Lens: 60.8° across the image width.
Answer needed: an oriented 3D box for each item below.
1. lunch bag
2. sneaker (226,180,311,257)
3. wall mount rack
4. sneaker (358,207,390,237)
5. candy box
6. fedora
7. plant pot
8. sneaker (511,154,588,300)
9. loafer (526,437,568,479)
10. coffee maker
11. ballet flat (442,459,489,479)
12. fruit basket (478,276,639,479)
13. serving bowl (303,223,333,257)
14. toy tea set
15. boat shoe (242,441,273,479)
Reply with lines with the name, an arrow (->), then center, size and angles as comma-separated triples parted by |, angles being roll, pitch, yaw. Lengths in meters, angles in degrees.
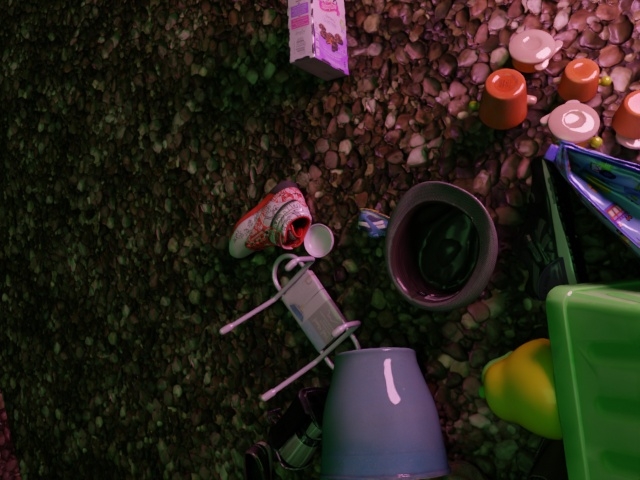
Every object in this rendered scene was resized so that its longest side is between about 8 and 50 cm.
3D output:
lunch bag -> 0.510, -0.070, 0.929 | 0.293, 0.221, 0.138 | 39, 109, 21
sneaker -> -0.133, -0.014, 1.386 | 0.270, 0.090, 0.145 | -46, 50, 20
wall mount rack -> -0.074, 0.213, 1.348 | 0.304, 0.130, 0.350 | -46, 68, 24
sneaker -> 0.146, -0.028, 1.258 | 0.144, 0.053, 0.059 | 28, 104, 37
candy box -> -0.005, -0.496, 1.277 | 0.070, 0.165, 0.196 | -4, 89, 31
fedora -> 0.262, 0.012, 1.144 | 0.243, 0.124, 0.276 | 22, 110, 31
plant pot -> 0.124, 0.366, 1.168 | 0.271, 0.271, 0.255 | -15, 68, 30
sneaker -> 0.423, -0.021, 1.063 | 0.124, 0.107, 0.283 | -13, 84, 37
loafer -> 0.442, 0.451, 1.043 | 0.080, 0.078, 0.220 | 20, 80, 29
coffee maker -> -0.050, 0.440, 1.331 | 0.171, 0.120, 0.178 | 43, 118, 21
ballet flat -> 0.372, 0.581, 1.096 | 0.316, 0.106, 0.108 | 33, 107, 26
fruit basket -> 0.468, 0.252, 0.915 | 0.392, 0.282, 0.392 | 176, 90, -72
serving bowl -> 0.000, 0.000, 1.359 | 0.083, 0.027, 0.083 | 1, 92, 31
toy tea set -> 0.463, -0.254, 1.051 | 0.200, 0.124, 0.336 | -44, 62, -8
boat shoe -> -0.163, 0.657, 1.442 | 0.081, 0.068, 0.228 | -11, 85, 31
